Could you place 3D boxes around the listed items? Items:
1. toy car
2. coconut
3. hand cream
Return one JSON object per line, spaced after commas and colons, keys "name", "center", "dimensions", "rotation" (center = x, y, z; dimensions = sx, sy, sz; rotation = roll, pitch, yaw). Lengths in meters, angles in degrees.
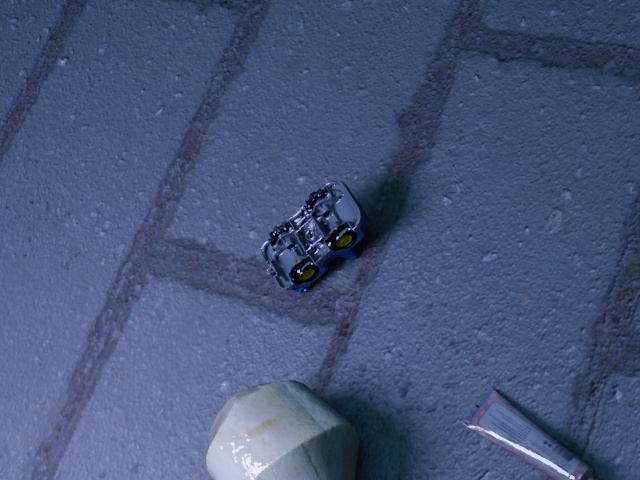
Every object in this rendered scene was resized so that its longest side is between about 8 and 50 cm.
{"name": "toy car", "center": [0.000, 0.000, 1.651], "dimensions": [0.191, 0.100, 0.097], "rotation": [-43, 58, 19]}
{"name": "coconut", "center": [-0.046, 0.313, 1.456], "dimensions": [0.202, 0.202, 0.222], "rotation": [-46, 58, -6]}
{"name": "hand cream", "center": [0.296, 0.285, 1.444], "dimensions": [0.209, 0.043, 0.067], "rotation": [34, 78, 34]}
